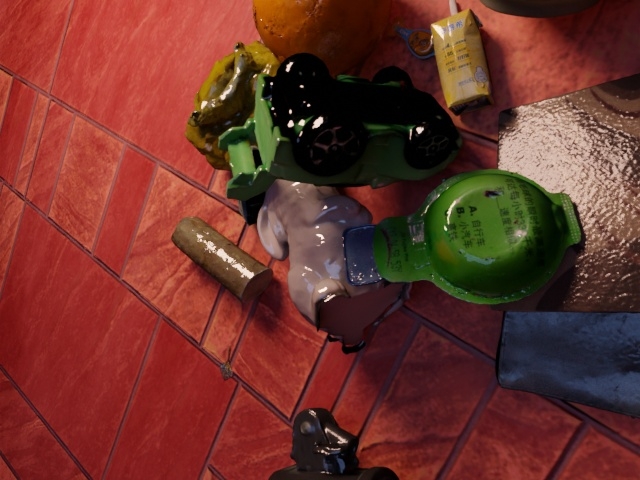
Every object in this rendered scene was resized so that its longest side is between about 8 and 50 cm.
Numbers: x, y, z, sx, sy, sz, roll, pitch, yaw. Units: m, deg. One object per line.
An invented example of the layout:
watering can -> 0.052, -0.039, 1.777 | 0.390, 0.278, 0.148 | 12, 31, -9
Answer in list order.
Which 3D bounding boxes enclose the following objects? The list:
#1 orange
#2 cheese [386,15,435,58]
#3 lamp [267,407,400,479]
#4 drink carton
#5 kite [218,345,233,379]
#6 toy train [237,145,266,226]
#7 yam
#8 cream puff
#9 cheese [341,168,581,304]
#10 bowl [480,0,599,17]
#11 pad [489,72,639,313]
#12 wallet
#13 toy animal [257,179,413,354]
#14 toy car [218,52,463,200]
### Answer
orange -> 0.001, -0.404, 0.820 | 0.240, 0.240, 0.240 | 0, 90, 31
cheese -> 0.165, -0.360, 0.844 | 0.111, 0.017, 0.047 | 43, 108, 24
lamp -> 0.030, 0.504, 0.806 | 0.272, 0.205, 0.374 | 8, 83, 35
drink carton -> 0.227, -0.312, 0.773 | 0.084, 0.074, 0.200 | -14, 84, 30
kite -> -0.215, 0.278, 1.077 | 0.044, 0.002, 0.078 | -10, 86, 31
toy train -> -0.136, -0.112, 0.917 | 0.052, 0.234, 0.051 | -30, 66, -18
yam -> -0.220, 0.034, 1.032 | 0.259, 0.093, 0.093 | 34, 106, 27
cream puff -> -0.162, -0.265, 0.945 | 0.281, 0.185, 0.282 | 1, 93, 28
cheese -> 0.188, -0.003, 0.672 | 0.320, 0.083, 0.204 | -11, 66, 16
bowl -> 0.304, -0.421, 0.623 | 0.353, 0.354, 0.185 | 25, 146, 29
pad -> 0.344, -0.064, 0.657 | 0.220, 0.004, 0.330 | -7, 68, 44
wallet -> 0.443, 0.155, 0.655 | 0.379, 0.046, 0.191 | 7, 94, 30
toy animal -> 0.000, 0.000, 0.864 | 0.357, 0.193, 0.258 | 60, 142, 35
toy car -> 0.031, -0.167, 0.750 | 0.213, 0.358, 0.176 | -111, 29, -41
